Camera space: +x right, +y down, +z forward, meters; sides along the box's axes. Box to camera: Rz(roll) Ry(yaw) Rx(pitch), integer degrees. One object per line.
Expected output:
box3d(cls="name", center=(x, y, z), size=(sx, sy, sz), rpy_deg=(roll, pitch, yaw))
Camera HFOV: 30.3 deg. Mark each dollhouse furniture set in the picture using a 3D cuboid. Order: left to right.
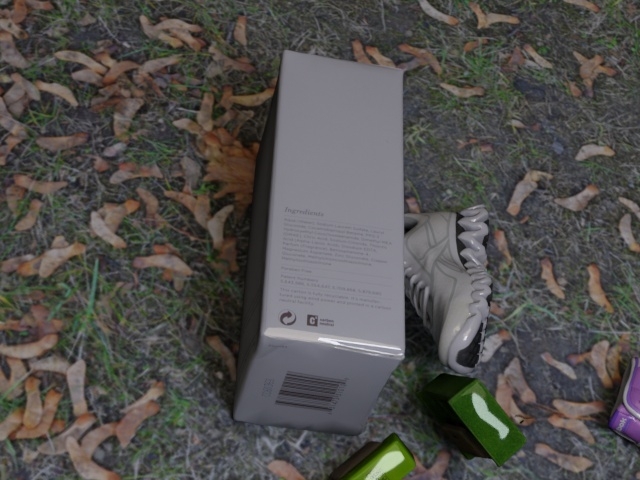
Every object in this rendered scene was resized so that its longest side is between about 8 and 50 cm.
box3d(cls="dollhouse furniture set", center=(0.166, 0.318, 1.258), size=(0.197, 0.151, 0.301), rpy_deg=(-38, 89, -10))

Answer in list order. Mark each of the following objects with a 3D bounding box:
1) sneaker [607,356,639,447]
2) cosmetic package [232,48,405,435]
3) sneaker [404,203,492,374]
box3d(cls="sneaker", center=(0.410, 0.253, 1.350), size=(0.161, 0.102, 0.282), rpy_deg=(5, 45, -7))
box3d(cls="cosmetic package", center=(0.000, 0.000, 1.339), size=(0.156, 0.217, 0.385), rpy_deg=(9, 57, -8))
box3d(cls="sneaker", center=(0.138, 0.053, 1.378), size=(0.118, 0.110, 0.292), rpy_deg=(7, 29, 1))
